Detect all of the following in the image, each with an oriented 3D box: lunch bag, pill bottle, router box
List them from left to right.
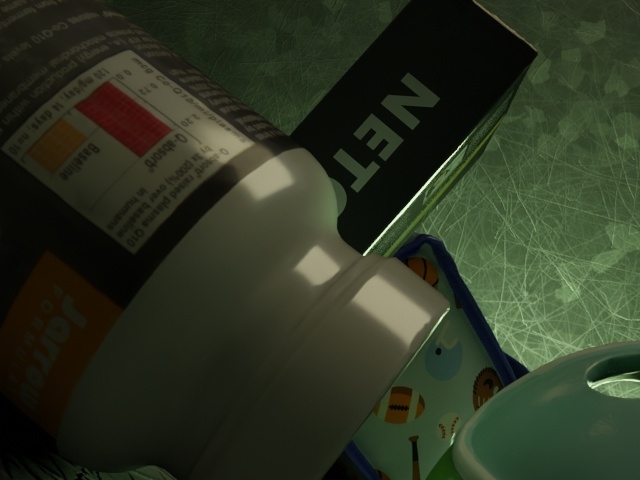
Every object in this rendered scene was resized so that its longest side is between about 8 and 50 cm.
[{"bbox_3d":[-0.094,-0.005,0.388,0.278,0.162,0.162,37,-5,10],"label":"pill bottle"},{"bbox_3d":[0.000,0.000,0.613,0.081,0.309,0.243,41,-5,7],"label":"router box"},{"bbox_3d":[0.065,0.151,1.015,0.385,0.239,0.328,58,-13,-24],"label":"lunch bag"}]

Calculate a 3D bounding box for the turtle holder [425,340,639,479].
[{"bbox_3d":[0.177,0.175,0.456,0.243,0.227,0.320,39,-5,1],"label":"turtle holder"}]
